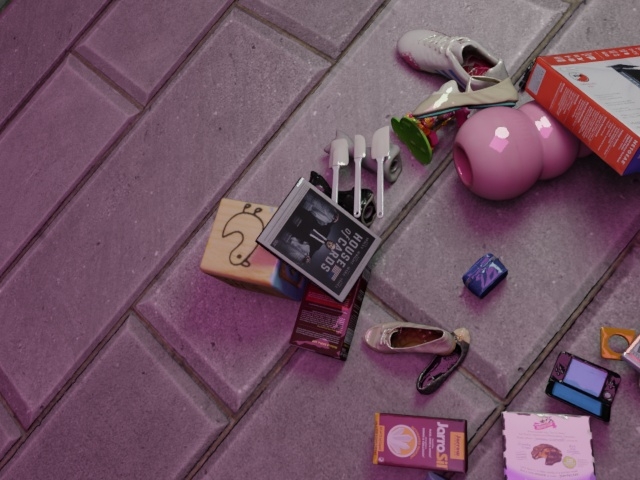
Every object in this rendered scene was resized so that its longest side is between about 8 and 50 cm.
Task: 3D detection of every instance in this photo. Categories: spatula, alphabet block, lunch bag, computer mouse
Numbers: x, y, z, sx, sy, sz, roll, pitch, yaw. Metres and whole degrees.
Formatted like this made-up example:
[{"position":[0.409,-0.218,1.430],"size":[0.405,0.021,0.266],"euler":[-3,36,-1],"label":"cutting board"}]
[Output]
[{"position":[0.088,-0.153,1.326],"size":[0.168,0.019,0.242],"euler":[-8,67,25],"label":"spatula"},{"position":[-0.142,0.025,1.342],"size":[0.197,0.193,0.193],"euler":[9,74,21],"label":"alphabet block"},{"position":[0.364,0.073,1.222],"size":[0.098,0.067,0.065],"euler":[-43,65,0],"label":"lunch bag"},{"position":[0.454,-0.347,1.327],"size":[0.041,0.071,0.242],"euler":[34,84,17],"label":"computer mouse"}]

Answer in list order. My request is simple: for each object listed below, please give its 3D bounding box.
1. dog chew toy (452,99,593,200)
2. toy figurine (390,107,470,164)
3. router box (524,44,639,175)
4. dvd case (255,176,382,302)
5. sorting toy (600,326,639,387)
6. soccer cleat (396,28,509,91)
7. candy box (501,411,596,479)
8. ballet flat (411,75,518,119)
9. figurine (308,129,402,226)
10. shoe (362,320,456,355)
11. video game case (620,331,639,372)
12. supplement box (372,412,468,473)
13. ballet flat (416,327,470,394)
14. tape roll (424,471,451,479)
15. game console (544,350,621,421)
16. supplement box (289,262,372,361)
[{"position":[0.468,-0.215,1.214],"size":[0.331,0.207,0.207],"euler":[-18,67,-2],"label":"dog chew toy"},{"position":[0.284,-0.292,1.364],"size":[0.159,0.130,0.173],"euler":[-31,40,-8],"label":"toy figurine"},{"position":[0.644,-0.277,1.111],"size":[0.335,0.082,0.301],"euler":[-12,49,-19],"label":"router box"},{"position":[0.000,0.000,1.234],"size":[0.238,0.029,0.179],"euler":[37,76,-11],"label":"dvd case"},{"position":[0.723,0.227,1.063],"size":[0.347,0.047,0.196],"euler":[16,72,20],"label":"sorting toy"},{"position":[0.324,-0.467,1.369],"size":[0.331,0.143,0.116],"euler":[37,87,26],"label":"soccer cleat"},{"position":[0.442,0.438,1.075],"size":[0.164,0.070,0.196],"euler":[-2,73,18],"label":"candy box"},{"position":[0.325,-0.330,1.257],"size":[0.248,0.086,0.086],"euler":[-8,69,-4],"label":"ballet flat"},{"position":[0.073,-0.169,1.395],"size":[0.209,0.092,0.215],"euler":[26,82,28],"label":"figurine"},{"position":[0.188,0.212,1.225],"size":[0.219,0.058,0.077],"euler":[-3,64,32],"label":"shoe"},{"position":[0.742,0.182,1.036],"size":[0.285,0.025,0.204],"euler":[-45,63,-10],"label":"video game case"},{"position":[0.210,0.421,1.154],"size":[0.188,0.081,0.104],"euler":[-1,72,18],"label":"supplement box"},{"position":[0.271,0.265,1.201],"size":[0.057,0.049,0.173],"euler":[34,86,24],"label":"ballet flat"},{"position":[0.270,0.526,1.040],"size":[0.189,0.189,0.080],"euler":[26,82,24],"label":"tape roll"},{"position":[0.522,0.286,1.095],"size":[0.122,0.071,0.107],"euler":[23,79,23],"label":"game console"},{"position":[0.027,0.151,1.309],"size":[0.130,0.073,0.240],"euler":[12,76,22],"label":"supplement box"}]
